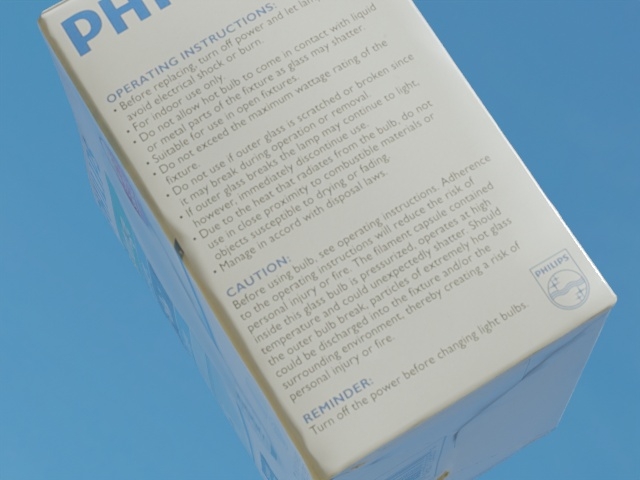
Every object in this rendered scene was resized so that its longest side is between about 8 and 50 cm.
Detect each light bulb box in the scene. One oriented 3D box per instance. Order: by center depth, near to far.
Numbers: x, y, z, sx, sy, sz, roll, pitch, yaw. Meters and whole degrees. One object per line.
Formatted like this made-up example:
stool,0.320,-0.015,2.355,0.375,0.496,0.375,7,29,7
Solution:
light bulb box,0.000,0.000,1.355,0.361,0.225,0.358,57,-10,16
